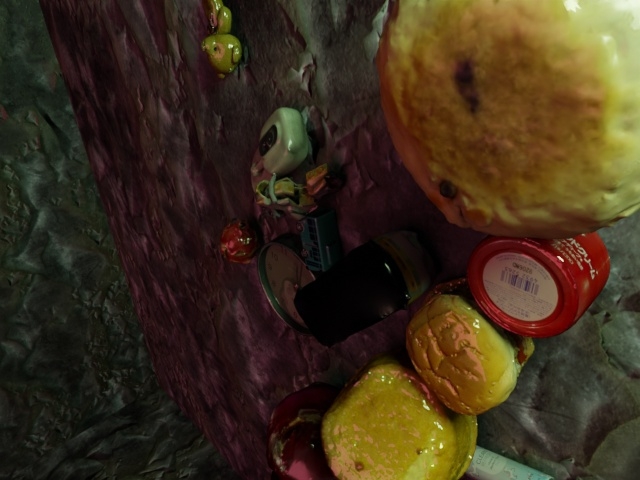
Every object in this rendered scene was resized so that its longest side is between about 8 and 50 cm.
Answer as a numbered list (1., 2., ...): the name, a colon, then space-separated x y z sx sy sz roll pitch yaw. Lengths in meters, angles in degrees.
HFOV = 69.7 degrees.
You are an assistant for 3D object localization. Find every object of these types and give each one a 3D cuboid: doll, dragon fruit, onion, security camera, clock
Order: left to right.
1. doll: -0.268 -0.527 1.160 0.137 0.097 0.210 -10 99 58
2. dragon fruit: -0.261 0.005 1.460 0.136 0.133 0.166 49 144 28
3. security camera: -0.132 -0.212 1.178 0.301 0.080 0.157 -33 63 54
4. clock: -0.071 0.135 1.370 0.318 0.066 0.319 29 132 38
5. onion: -0.024 0.666 1.354 0.398 0.398 0.420 47 107 20

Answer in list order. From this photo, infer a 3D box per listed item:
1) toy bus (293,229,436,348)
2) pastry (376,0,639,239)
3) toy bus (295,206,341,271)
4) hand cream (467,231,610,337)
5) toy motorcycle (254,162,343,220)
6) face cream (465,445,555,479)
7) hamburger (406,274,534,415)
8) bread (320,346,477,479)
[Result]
1. toy bus: 0.100 0.102 1.054 0.171 0.162 0.386 55 144 6
2. pastry: 0.260 -0.197 0.544 0.388 0.312 0.389 32 145 26
3. toy bus: 0.000 0.000 1.184 0.091 0.079 0.160 14 121 44
4. hand cream: 0.351 0.052 0.752 0.193 0.125 0.193 30 135 34
5. toy motorcycle: -0.063 -0.116 1.095 0.229 0.129 0.094 -23 52 26
6. face cream: 0.399 0.522 1.037 0.229 0.075 0.075 2 114 49
7. hamburger: 0.279 0.199 0.900 0.244 0.163 0.245 31 135 38
8. bread: 0.162 0.441 1.065 0.336 0.204 0.358 40 98 32
